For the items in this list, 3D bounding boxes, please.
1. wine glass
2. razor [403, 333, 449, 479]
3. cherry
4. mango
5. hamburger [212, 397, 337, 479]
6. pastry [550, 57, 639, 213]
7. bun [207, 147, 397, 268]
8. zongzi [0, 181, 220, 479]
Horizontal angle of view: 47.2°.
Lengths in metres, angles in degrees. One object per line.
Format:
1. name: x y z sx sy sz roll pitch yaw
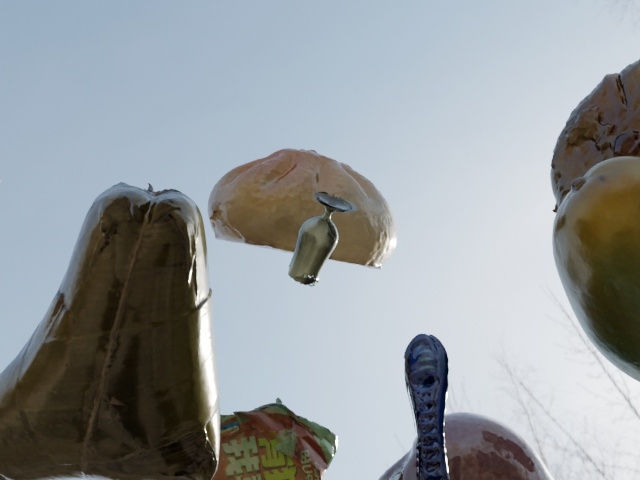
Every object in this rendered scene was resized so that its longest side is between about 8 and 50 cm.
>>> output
1. wine glass: 0.000 0.000 0.657 0.042 0.039 0.083 4 -63 -38
2. razor: 0.090 0.216 0.596 0.093 0.324 0.056 -9 -48 14
3. cherry: 0.173 0.322 0.822 0.239 0.206 0.240 0 -84 2
4. mango: 0.293 0.037 0.650 0.156 0.114 0.251 3 -43 37
5. hamburger: -0.123 0.384 1.240 0.275 0.150 0.261 15 -83 6
6. pastry: 0.377 -0.104 0.862 0.120 0.235 0.257 18 -100 -30
7. bun: -0.024 -0.057 1.124 0.298 0.299 0.165 9 -92 -5
8. zongzi: -0.244 0.091 0.648 0.299 0.145 0.274 -3 -75 -3
